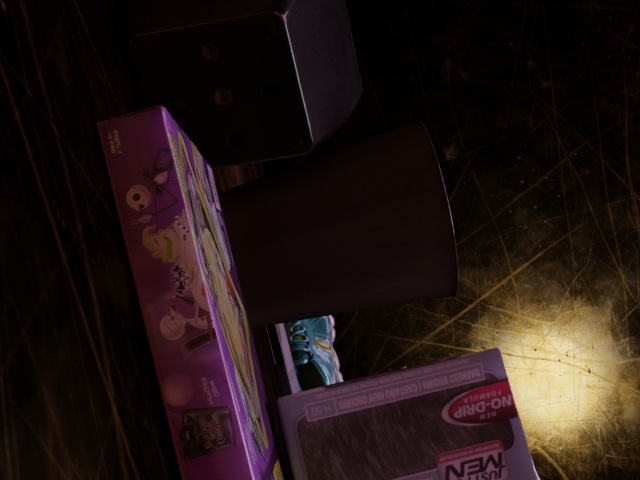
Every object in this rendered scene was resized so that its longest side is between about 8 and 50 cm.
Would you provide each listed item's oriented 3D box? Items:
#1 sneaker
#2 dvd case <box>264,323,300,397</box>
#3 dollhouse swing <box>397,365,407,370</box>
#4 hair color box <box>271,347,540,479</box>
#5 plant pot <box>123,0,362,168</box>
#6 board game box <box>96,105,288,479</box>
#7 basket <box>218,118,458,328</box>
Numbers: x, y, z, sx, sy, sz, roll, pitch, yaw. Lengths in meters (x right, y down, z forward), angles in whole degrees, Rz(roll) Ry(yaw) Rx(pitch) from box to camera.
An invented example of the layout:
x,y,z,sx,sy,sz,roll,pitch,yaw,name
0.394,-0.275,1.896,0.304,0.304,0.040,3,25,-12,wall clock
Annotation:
x,y,z,sx,sy,sz,roll,pitch,yaw,name
-0.025,0.192,1.626,0.275,0.107,0.110,71,15,14,sneaker
-0.075,0.140,1.475,0.180,0.022,0.253,87,-11,-87,dvd case
0.176,0.411,1.550,0.347,0.315,0.305,48,-11,12,dollhouse swing
0.052,0.199,0.866,0.374,0.185,0.113,109,-32,-75,hair color box
-0.074,-0.160,0.792,0.167,0.188,0.187,-81,161,-56,plant pot
-0.067,0.100,0.613,0.208,0.056,0.347,114,-38,-83,board game box
0.000,0.000,0.854,0.204,0.227,0.154,75,1,-57,basket
